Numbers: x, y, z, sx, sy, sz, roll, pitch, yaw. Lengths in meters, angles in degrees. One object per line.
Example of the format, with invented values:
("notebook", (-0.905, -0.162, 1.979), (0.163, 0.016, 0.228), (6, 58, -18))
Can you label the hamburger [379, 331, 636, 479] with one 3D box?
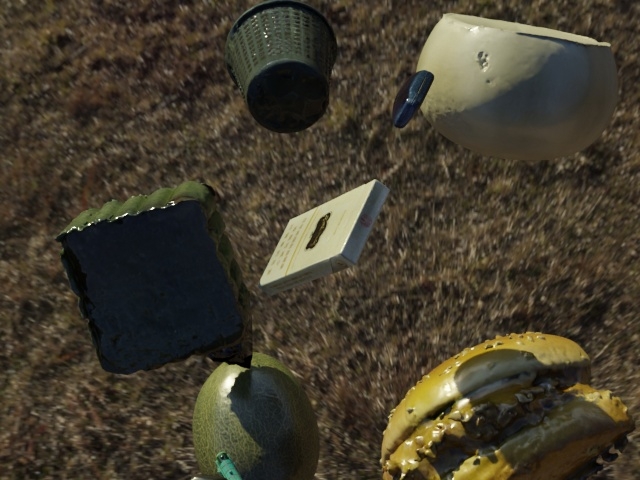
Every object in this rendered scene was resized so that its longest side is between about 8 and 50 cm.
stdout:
("hamburger", (0.248, 0.324, 1.650), (0.445, 0.287, 0.268), (-42, 57, 26))

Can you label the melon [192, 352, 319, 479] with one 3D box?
("melon", (-0.123, 0.364, 1.923), (0.238, 0.237, 0.301), (-13, 67, 3))

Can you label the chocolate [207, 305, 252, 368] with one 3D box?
("chocolate", (-0.197, 0.157, 1.824), (0.133, 0.156, 0.156), (-1, 77, 5))

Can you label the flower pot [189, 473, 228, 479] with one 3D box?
("flower pot", (-0.047, 0.396, 1.005), (0.283, 0.299, 0.299), (9, 77, 23))

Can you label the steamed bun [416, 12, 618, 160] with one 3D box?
("steamed bun", (0.305, -0.235, 1.598), (0.324, 0.324, 0.206), (13, 108, 9))

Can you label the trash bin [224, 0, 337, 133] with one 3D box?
("trash bin", (-0.054, -0.243, 1.490), (0.176, 0.175, 0.161), (-11, 38, 3))

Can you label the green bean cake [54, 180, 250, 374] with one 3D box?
("green bean cake", (-0.177, 0.039, 1.104), (0.173, 0.094, 0.181), (-16, 109, 10))

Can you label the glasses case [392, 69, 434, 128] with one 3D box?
("glasses case", (0.078, -0.126, 0.889), (0.023, 0.083, 0.033), (36, 122, -3))

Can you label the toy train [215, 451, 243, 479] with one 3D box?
("toy train", (-0.117, 0.324, 1.365), (0.029, 0.045, 0.092), (-27, 48, -12))

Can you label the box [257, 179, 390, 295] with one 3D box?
("box", (0.000, 0.000, 1.010), (0.024, 0.167, 0.090), (36, 62, -19))
